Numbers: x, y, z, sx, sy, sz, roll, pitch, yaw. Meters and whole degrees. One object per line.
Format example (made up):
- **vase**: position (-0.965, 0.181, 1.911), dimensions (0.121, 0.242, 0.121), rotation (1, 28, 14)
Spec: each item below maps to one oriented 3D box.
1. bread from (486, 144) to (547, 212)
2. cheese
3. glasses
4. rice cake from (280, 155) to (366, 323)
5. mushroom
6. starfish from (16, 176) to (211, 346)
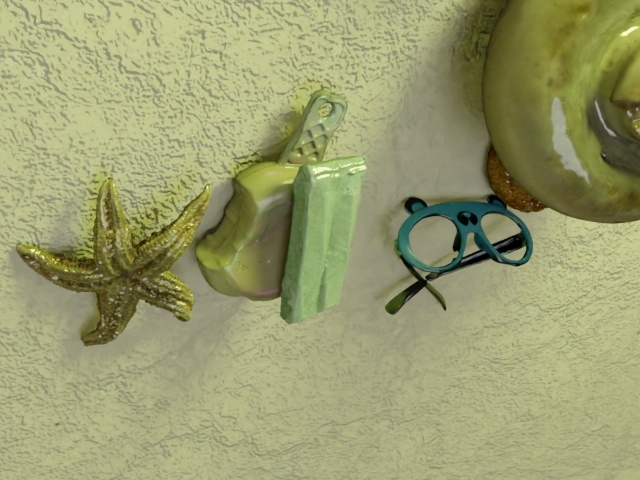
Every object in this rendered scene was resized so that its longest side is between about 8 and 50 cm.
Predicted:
- **bread**: position (0.325, -0.123, 1.420), dimensions (0.193, 0.064, 0.193), rotation (-15, 129, -19)
- **cheese**: position (-0.047, -0.056, 1.225), dimensions (0.163, 0.082, 0.286), rotation (6, 117, -37)
- **glasses**: position (0.192, 0.046, 1.437), dimensions (0.239, 0.102, 0.207), rotation (-6, 126, -30)
- **rice cake**: position (0.000, 0.000, 1.211), dimensions (0.085, 0.040, 0.226), rotation (-11, 126, -31)
- **mushroom**: position (0.381, -0.193, 1.212), dimensions (0.362, 0.294, 0.362), rotation (-6, 108, -21)
- **starfish**: position (-0.236, 0.030, 1.176), dimensions (0.235, 0.062, 0.277), rotation (29, 118, -30)
